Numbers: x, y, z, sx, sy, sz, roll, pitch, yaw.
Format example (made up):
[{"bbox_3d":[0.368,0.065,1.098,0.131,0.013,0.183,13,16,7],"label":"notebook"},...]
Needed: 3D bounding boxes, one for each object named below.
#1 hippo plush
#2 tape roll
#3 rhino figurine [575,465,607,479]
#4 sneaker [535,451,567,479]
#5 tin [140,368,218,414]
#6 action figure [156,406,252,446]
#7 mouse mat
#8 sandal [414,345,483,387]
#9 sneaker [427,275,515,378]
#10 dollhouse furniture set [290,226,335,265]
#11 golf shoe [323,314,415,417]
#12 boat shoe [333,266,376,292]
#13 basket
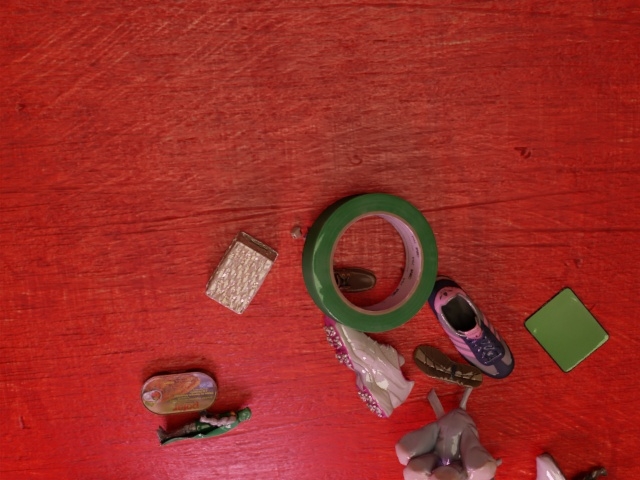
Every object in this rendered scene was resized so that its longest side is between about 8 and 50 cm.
[{"bbox_3d":[0.326,0.554,1.749,0.234,0.294,0.236,-18,127,11],"label":"hippo plush"},{"bbox_3d":[0.117,0.050,1.636,0.321,0.077,0.321,-2,95,-21],"label":"tape roll"},{"bbox_3d":[0.727,0.724,1.859,0.106,0.073,0.243,-15,103,-4],"label":"rhino figurine"},{"bbox_3d":[0.591,0.696,1.831,0.129,0.111,0.297,-11,101,5],"label":"sneaker"},{"bbox_3d":[-0.350,0.376,1.748,0.190,0.040,0.106,-5,98,-2],"label":"tin"},{"bbox_3d":[-0.283,0.455,1.737,0.232,0.137,0.063,-12,89,-9],"label":"action figure"},{"bbox_3d":[0.626,0.229,1.787,0.153,0.007,0.189,-41,99,5],"label":"mouse mat"},{"bbox_3d":[0.318,0.323,1.764,0.180,0.049,0.072,21,76,6],"label":"sandal"},{"bbox_3d":[0.371,0.231,1.710,0.112,0.131,0.319,-41,101,5],"label":"sneaker"},{"bbox_3d":[0.000,0.000,1.706,0.081,0.091,0.114,-51,130,-33],"label":"dollhouse furniture set"},{"bbox_3d":[0.119,0.283,1.731,0.140,0.115,0.306,-33,103,-14],"label":"golf shoe"},{"bbox_3d":[0.049,0.099,1.701,0.178,0.060,0.064,5,101,-4],"label":"boat shoe"},{"bbox_3d":[-0.188,0.079,1.662,0.113,0.103,0.167,31,99,-8],"label":"basket"}]
